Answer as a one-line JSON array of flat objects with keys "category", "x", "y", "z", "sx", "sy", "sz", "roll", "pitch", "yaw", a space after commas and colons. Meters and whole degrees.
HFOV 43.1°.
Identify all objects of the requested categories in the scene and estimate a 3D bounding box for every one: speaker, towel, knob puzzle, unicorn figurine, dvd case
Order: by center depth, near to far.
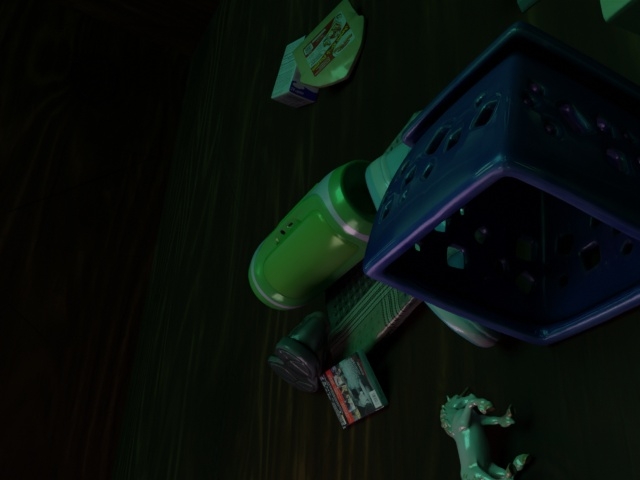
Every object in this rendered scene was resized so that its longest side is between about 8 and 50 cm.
[{"category": "unicorn figurine", "x": 0.169, "y": 0.212, "z": 0.871, "sx": 0.111, "sy": 0.060, "sz": 0.162, "roll": -42, "pitch": 35, "yaw": 51}, {"category": "dvd case", "x": 0.046, "y": 0.216, "z": 1.177, "sx": 0.119, "sy": 0.013, "sz": 0.087, "roll": -45, "pitch": 67, "yaw": 52}, {"category": "towel", "x": 0.101, "y": 0.011, "z": 1.238, "sx": 0.324, "sy": 0.056, "sz": 0.312, "roll": -51, "pitch": 32, "yaw": 38}, {"category": "speaker", "x": 0.000, "y": 0.000, "z": 1.239, "sx": 0.296, "sy": 0.131, "sz": 0.131, "roll": -43, "pitch": 35, "yaw": 48}, {"category": "knob puzzle", "x": 0.031, "y": -0.396, "z": 1.714, "sx": 0.213, "sy": 0.030, "sz": 0.213, "roll": -22, "pitch": 55, "yaw": 36}]

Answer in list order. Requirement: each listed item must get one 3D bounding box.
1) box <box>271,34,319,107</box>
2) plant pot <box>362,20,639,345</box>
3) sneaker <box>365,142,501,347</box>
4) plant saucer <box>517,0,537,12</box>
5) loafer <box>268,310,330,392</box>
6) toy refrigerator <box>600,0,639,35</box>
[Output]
[{"category": "box", "x": -0.045, "y": -0.386, "z": 1.870, "sx": 0.126, "sy": 0.072, "sz": 0.137, "roll": 6, "pitch": 79, "yaw": 67}, {"category": "plant pot", "x": 0.203, "y": -0.057, "z": 0.787, "sx": 0.236, "sy": 0.236, "sz": 0.212, "roll": -43, "pitch": 29, "yaw": 52}, {"category": "sneaker", "x": 0.184, "y": -0.045, "z": 0.966, "sx": 0.208, "sy": 0.127, "sz": 0.319, "roll": -42, "pitch": 47, "yaw": 22}, {"category": "plant saucer", "x": 0.300, "y": -0.411, "z": 1.121, "sx": 0.067, "sy": 0.018, "sz": 0.192, "roll": -32, "pitch": 43, "yaw": 58}, {"category": "loafer", "x": -0.022, "y": 0.181, "z": 1.301, "sx": 0.084, "sy": 0.096, "sz": 0.267, "roll": -54, "pitch": -5, "yaw": -18}, {"category": "toy refrigerator", "x": 0.382, "y": -0.304, "z": 0.735, "sx": 0.269, "sy": 0.094, "sz": 0.102, "roll": -41, "pitch": 43, "yaw": 54}]
